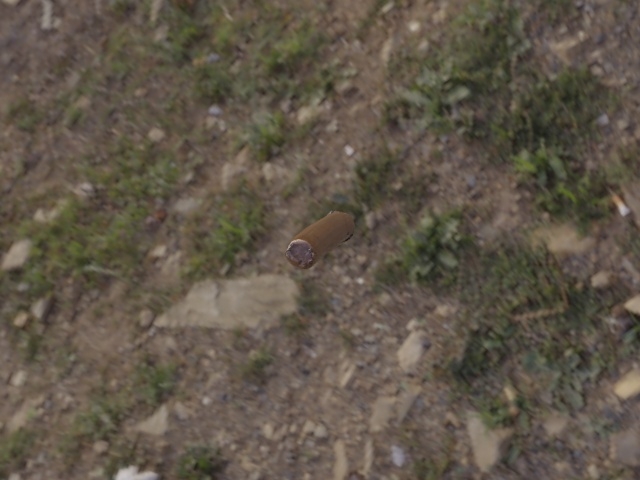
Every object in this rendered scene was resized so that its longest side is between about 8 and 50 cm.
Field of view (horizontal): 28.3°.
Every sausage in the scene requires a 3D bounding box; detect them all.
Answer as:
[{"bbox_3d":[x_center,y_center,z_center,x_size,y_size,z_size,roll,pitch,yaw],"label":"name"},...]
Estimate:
[{"bbox_3d":[0.000,0.000,0.894,0.026,0.116,0.026,3,101,14],"label":"sausage"}]
